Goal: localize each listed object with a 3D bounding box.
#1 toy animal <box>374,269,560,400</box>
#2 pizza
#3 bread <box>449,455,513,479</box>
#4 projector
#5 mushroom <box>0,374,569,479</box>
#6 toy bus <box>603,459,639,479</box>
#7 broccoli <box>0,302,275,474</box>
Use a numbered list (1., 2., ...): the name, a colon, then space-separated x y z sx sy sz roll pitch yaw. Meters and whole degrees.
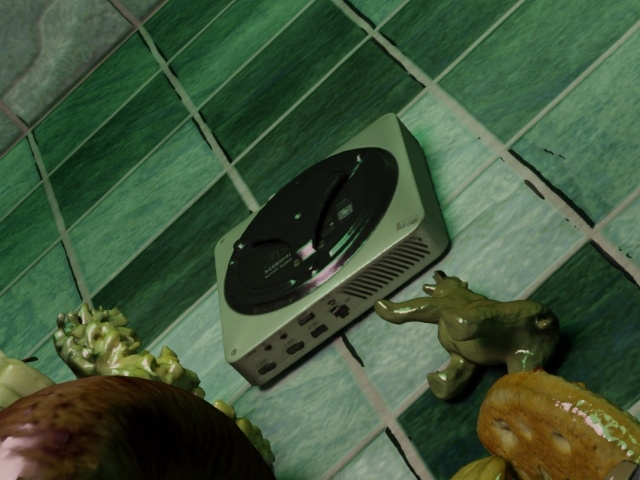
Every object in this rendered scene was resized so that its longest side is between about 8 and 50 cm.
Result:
1. toy animal: 0.136 0.078 1.664 0.101 0.103 0.218 -33 17 -22
2. pizza: 0.196 0.151 1.423 0.058 0.127 0.246 -29 10 -21
3. bread: 0.104 0.253 1.461 0.188 0.065 0.149 -62 11 -6
4. projector: 0.000 0.000 1.989 0.257 0.079 0.259 -37 27 14
5. mushroom: -0.058 0.247 1.092 0.356 0.334 0.331 0 67 33
6. toy bus: 0.261 0.242 1.138 0.157 0.139 0.289 -52 28 -9
7. broccoli: -0.218 0.221 1.735 0.293 0.281 0.348 -47 24 -7
